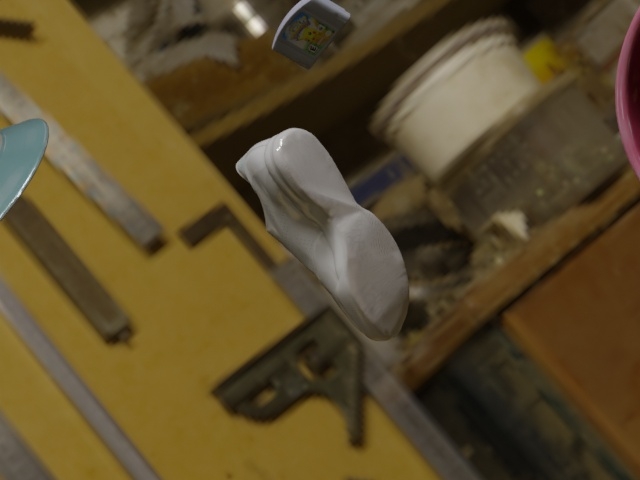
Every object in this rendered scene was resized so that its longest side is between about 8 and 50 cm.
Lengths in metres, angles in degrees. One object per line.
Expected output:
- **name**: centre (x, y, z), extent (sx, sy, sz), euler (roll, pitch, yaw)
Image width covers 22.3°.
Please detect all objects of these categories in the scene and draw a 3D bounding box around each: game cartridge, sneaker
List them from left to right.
- **game cartridge**: centre (-0.013, -0.224, 1.728), extent (0.083, 0.056, 0.017), euler (-49, 20, 34)
- **sneaker**: centre (0.000, 0.000, 1.464), extent (0.094, 0.212, 0.080), euler (-19, 15, 46)

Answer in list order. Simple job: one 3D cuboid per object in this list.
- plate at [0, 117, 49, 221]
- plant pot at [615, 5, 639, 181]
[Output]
- **plate**: centre (-0.283, -0.029, 1.255), extent (0.188, 0.024, 0.188), euler (-36, 28, 22)
- **plant pot**: centre (0.320, -0.094, 1.042), extent (0.180, 0.201, 0.201), euler (-6, -33, -49)
